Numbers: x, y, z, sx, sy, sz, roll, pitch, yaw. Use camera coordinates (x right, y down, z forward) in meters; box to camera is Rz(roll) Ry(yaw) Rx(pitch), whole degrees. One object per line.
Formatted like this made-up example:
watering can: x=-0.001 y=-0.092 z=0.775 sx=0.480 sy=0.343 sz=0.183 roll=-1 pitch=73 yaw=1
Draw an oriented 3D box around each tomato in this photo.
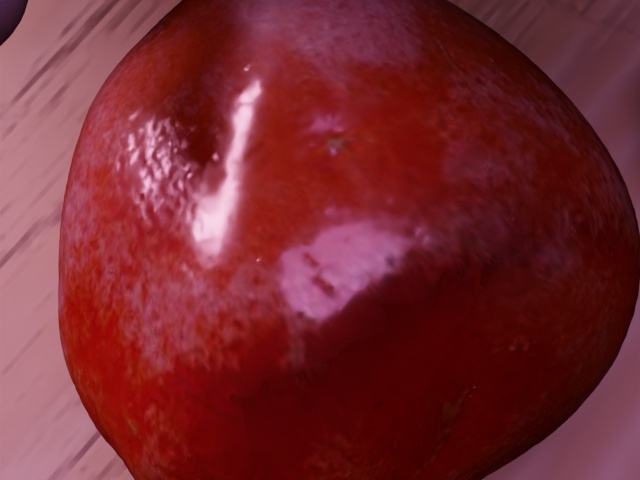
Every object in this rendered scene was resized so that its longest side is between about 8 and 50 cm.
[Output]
tomato: x=0.000 y=0.000 z=0.594 sx=0.187 sy=0.151 sz=0.187 roll=0 pitch=73 yaw=0

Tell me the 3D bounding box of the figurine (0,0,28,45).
figurine: x=-0.041 y=-0.162 z=0.547 sx=0.382 sy=0.186 sz=0.261 roll=10 pitch=59 yaw=33
